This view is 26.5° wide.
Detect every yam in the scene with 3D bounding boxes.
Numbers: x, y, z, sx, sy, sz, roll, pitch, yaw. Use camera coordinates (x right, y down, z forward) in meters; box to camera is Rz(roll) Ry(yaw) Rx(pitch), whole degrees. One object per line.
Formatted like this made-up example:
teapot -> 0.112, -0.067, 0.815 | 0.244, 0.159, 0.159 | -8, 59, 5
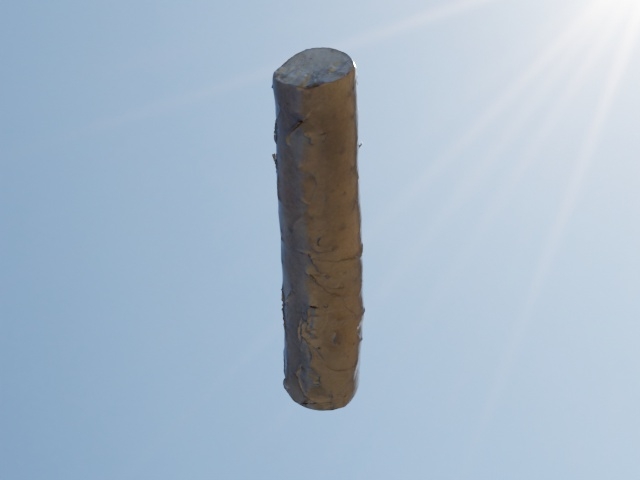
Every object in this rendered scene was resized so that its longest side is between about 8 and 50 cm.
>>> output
yam -> 0.000, 0.000, 0.471 | 0.032, 0.032, 0.145 | -41, -36, -37
